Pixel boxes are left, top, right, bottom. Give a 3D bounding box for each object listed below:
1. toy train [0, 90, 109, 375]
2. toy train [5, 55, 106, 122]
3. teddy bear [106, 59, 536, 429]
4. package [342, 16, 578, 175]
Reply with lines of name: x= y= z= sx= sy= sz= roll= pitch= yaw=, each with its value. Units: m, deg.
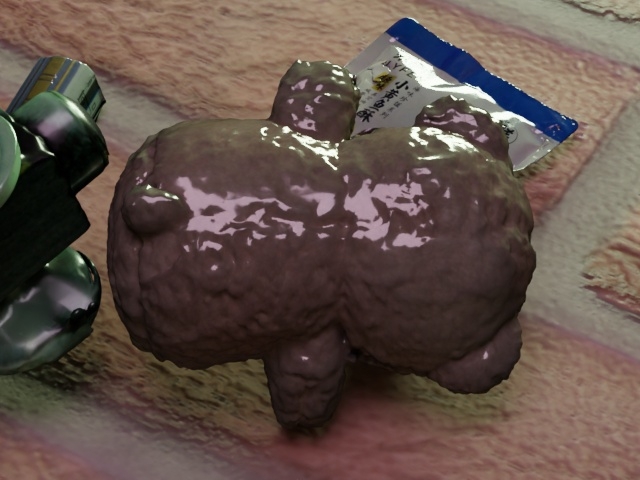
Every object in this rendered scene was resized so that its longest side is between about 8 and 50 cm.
toy train: x=-0.346 y=0.033 z=1.209 sx=0.442 sy=0.179 sz=0.272 roll=-40 pitch=52 yaw=-16
toy train: x=-0.225 y=-0.027 z=1.350 sx=0.055 sy=0.048 sz=0.252 roll=11 pitch=51 yaw=17
teddy bear: x=-0.001 y=0.000 z=1.227 sx=0.267 sy=0.151 sz=0.236 roll=-1 pitch=83 yaw=-9
package: x=0.065 y=-0.074 z=1.380 sx=0.171 sy=0.027 sz=0.173 roll=34 pitch=63 yaw=29
